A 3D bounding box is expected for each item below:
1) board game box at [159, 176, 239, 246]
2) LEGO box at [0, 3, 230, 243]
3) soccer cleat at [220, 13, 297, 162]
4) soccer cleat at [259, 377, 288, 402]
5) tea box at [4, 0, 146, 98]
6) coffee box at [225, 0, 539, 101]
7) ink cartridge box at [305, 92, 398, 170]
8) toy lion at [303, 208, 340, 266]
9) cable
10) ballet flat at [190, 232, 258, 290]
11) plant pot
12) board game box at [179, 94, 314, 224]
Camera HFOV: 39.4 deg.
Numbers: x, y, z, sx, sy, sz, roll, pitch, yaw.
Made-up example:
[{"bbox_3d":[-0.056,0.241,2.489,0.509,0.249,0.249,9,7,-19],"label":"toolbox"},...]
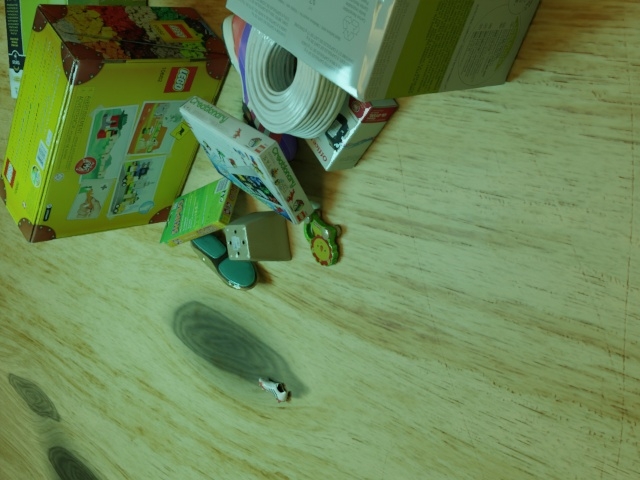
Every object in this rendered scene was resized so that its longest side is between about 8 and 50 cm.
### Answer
[{"bbox_3d":[-0.275,-0.064,2.022,0.260,0.039,0.124,-15,52,47],"label":"board game box"},{"bbox_3d":[-0.463,-0.255,1.978,0.193,0.373,0.500,51,131,28],"label":"LEGO box"},{"bbox_3d":[-0.096,-0.311,1.766,0.117,0.109,0.318,-19,88,31],"label":"soccer cleat"},{"bbox_3d":[-0.103,0.324,1.976,0.083,0.029,0.035,37,116,33],"label":"soccer cleat"},{"bbox_3d":[-0.598,-0.500,2.185,0.329,0.220,0.323,16,112,45],"label":"tea box"},{"bbox_3d":[0.117,-0.438,1.314,0.338,0.335,0.338,42,129,33],"label":"coffee box"},{"bbox_3d":[0.044,-0.230,1.643,0.127,0.072,0.175,57,134,22],"label":"ink cartridge box"},{"bbox_3d":[0.000,0.000,1.783,0.100,0.034,0.096,41,134,35],"label":"toy lion"},{"bbox_3d":[-0.043,-0.314,1.605,0.257,0.089,0.257,-44,57,45],"label":"cable"},{"bbox_3d":[-0.209,0.054,2.010,0.232,0.080,0.073,42,155,37],"label":"ballet flat"},{"bbox_3d":[-0.138,-0.003,1.883,0.109,0.096,0.108,-2,98,48],"label":"plant pot"},{"bbox_3d":[-0.152,-0.164,1.797,0.305,0.053,0.193,34,161,44],"label":"board game box"}]
